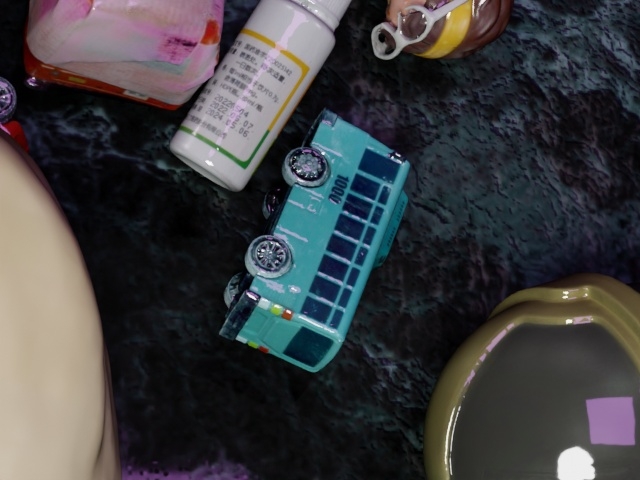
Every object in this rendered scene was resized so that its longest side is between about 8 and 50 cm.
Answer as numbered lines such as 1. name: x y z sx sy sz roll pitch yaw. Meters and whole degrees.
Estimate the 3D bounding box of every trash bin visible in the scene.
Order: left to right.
1. trash bin: 0.223 0.121 1.047 0.334 0.214 0.214 -6 67 -27

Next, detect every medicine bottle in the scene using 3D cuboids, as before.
1. medicine bottle: -0.030 -0.143 1.135 0.061 0.092 0.220 35 85 -33

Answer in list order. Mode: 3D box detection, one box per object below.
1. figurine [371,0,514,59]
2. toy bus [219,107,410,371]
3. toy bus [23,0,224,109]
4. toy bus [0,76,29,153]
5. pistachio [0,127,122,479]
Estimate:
1. figurine: 0.067 -0.249 1.206 0.116 0.175 0.240 -20 86 -34
2. toy bus: 0.000 0.000 1.102 0.092 0.079 0.160 25 61 -6
3. toy bus: -0.126 -0.242 1.134 0.127 0.147 0.302 13 66 -21
4. toy bus: -0.281 -0.101 1.056 0.195 0.081 0.089 41 69 3
5. pistachio: -0.245 0.104 0.837 0.365 0.281 0.445 32 43 -49
